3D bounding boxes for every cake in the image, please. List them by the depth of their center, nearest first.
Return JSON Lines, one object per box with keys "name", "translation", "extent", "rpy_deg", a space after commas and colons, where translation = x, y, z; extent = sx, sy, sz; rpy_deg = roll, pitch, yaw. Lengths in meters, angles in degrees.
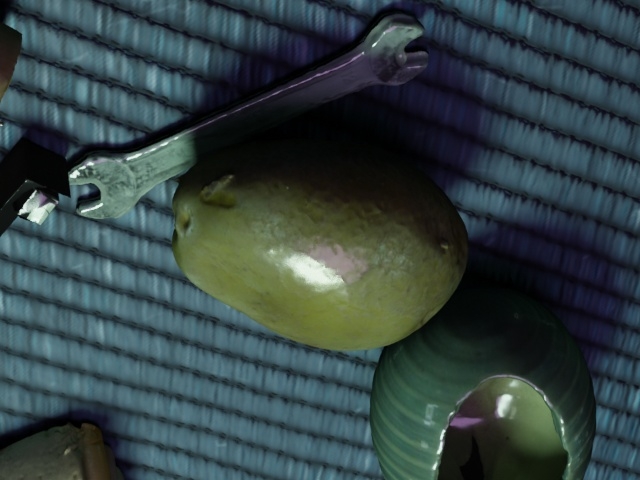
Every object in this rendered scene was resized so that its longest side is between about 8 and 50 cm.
{"name": "cake", "translation": [-0.217, 0.240, 1.661], "extent": [0.109, 0.090, 0.225], "rpy_deg": [-19, 152, 1]}

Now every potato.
{"name": "potato", "translation": [0.000, 0.000, 1.409], "extent": [0.235, 0.160, 0.178], "rpy_deg": [14, 130, -17]}

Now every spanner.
{"name": "spanner", "translation": [-0.056, -0.089, 1.411], "extent": [0.302, 0.017, 0.071], "rpy_deg": [-24, 134, 9]}

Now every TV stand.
{"name": "TV stand", "translation": [-0.281, 0.029, 1.443], "extent": [0.040, 0.049, 0.256], "rpy_deg": [25, 122, -33]}

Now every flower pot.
{"name": "flower pot", "translation": [0.135, 0.146, 1.579], "extent": [0.189, 0.157, 0.243], "rpy_deg": [-8, 134, -4]}

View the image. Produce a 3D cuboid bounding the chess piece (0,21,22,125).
{"name": "chess piece", "translation": [-0.357, -0.137, 1.240], "extent": [0.301, 0.137, 0.137], "rpy_deg": [24, 123, -18]}
